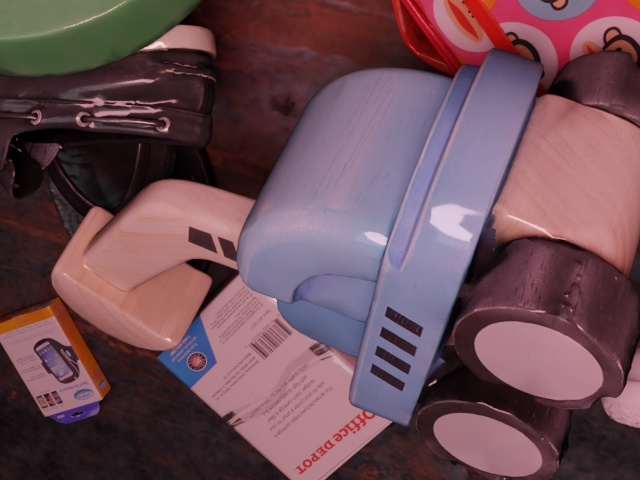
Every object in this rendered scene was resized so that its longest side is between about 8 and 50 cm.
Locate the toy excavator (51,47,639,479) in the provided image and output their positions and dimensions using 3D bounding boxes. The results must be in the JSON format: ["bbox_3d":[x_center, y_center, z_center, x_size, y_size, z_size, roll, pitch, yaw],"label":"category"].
[{"bbox_3d":[0.000,0.000,0.891,0.445,0.222,0.433,23,149,8],"label":"toy excavator"}]

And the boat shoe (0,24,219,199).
[{"bbox_3d":[-0.244,-0.093,0.982,0.340,0.127,0.113,-9,88,8],"label":"boat shoe"}]

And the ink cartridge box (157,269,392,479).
[{"bbox_3d":[-0.032,0.123,1.152,0.203,0.086,0.148,43,118,-6],"label":"ink cartridge box"}]

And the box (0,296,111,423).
[{"bbox_3d":[-0.287,0.133,1.265,0.081,0.028,0.136,-18,111,23],"label":"box"}]

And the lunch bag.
[{"bbox_3d":[0.153,-0.215,0.852,0.258,0.120,0.293,-29,105,40],"label":"lunch bag"}]

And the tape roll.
[{"bbox_3d":[-0.218,-0.290,0.915,0.321,0.077,0.321,-2,76,7],"label":"tape roll"}]

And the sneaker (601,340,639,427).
[{"bbox_3d":[0.324,-0.010,0.871,0.137,0.365,0.210,2,112,56],"label":"sneaker"}]

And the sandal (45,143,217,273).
[{"bbox_3d":[-0.204,-0.132,1.070,0.167,0.107,0.446,-1,114,17],"label":"sandal"}]
